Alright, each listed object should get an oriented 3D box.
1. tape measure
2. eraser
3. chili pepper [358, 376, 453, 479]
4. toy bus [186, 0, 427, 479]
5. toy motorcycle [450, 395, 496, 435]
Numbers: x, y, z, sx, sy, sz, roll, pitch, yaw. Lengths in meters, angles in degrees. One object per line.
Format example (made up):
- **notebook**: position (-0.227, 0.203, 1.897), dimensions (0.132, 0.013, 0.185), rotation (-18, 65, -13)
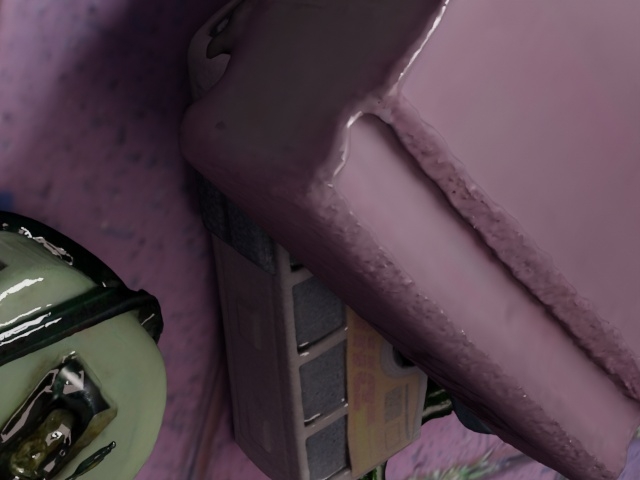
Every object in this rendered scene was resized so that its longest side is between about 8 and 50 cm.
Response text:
- **tape measure**: position (-0.179, 0.078, 0.813), dimensions (0.207, 0.115, 0.235), rotation (-51, 143, -10)
- **eraser**: position (0.119, -0.056, 0.894), dimensions (0.272, 0.122, 0.359), rotation (-55, 137, -9)
- **chili pepper**: position (0.089, 0.123, 1.220), dimensions (0.182, 0.050, 0.073), rotation (-30, 141, -32)
- **toy bus**: position (0.000, 0.000, 0.995), dimensions (0.138, 0.097, 0.342), rotation (-29, 135, -27)
- **toy motorcycle**: position (0.162, 0.020, 1.172), dimensions (0.260, 0.154, 0.206), rotation (-21, 106, -49)
